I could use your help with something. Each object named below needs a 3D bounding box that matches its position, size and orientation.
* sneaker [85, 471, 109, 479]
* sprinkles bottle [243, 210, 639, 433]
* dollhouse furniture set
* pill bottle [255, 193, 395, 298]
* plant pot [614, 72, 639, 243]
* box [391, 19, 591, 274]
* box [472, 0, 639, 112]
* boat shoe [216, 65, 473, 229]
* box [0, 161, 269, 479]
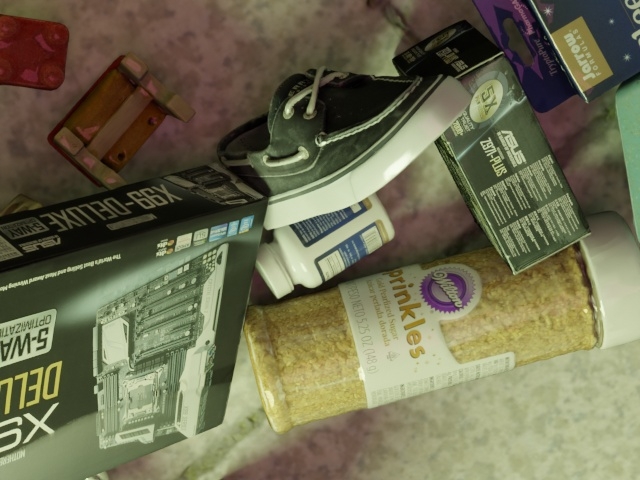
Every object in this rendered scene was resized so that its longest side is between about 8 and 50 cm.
[{"bbox_3d":[-0.229,0.326,1.427,0.102,0.161,0.282,-3,78,-35],"label":"sneaker"},{"bbox_3d":[0.112,0.074,1.427,0.355,0.121,0.121,-15,110,-3],"label":"sprinkles bottle"},{"bbox_3d":[-0.313,-0.042,1.337,0.201,0.152,0.374,43,81,-18],"label":"dollhouse furniture set"},{"bbox_3d":[0.000,0.000,1.405,0.120,0.067,0.067,-32,110,-8],"label":"pill bottle"},{"bbox_3d":[0.393,-0.089,1.341,0.252,0.247,0.248,-3,113,28],"label":"plant pot"},{"bbox_3d":[0.145,-0.084,1.365,0.077,0.147,0.180,-28,109,2],"label":"box"},{"bbox_3d":[0.246,-0.208,1.288,0.225,0.036,0.136,-31,110,6],"label":"box"},{"bbox_3d":[0.006,-0.091,1.286,0.102,0.301,0.108,50,64,-12],"label":"boat shoe"},{"bbox_3d":[-0.197,0.083,1.299,0.307,0.076,0.243,-17,130,-42],"label":"box"}]
